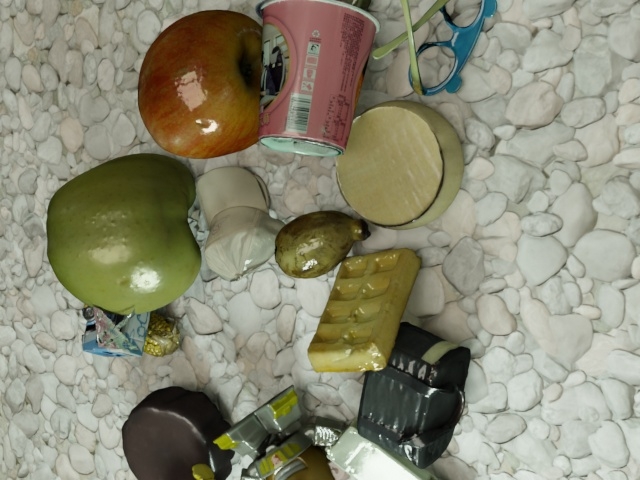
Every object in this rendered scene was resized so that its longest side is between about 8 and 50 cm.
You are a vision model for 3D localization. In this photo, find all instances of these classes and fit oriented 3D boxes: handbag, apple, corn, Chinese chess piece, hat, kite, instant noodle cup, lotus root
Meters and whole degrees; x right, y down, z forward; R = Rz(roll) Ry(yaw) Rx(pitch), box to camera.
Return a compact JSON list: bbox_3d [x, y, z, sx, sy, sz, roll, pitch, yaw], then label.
[{"bbox_3d":[0.190,0.297,1.487,0.181,0.181,0.254,22,110,34],"label":"handbag"},{"bbox_3d":[-0.213,-0.319,1.535,0.302,0.301,0.301,6,102,30],"label":"apple"},{"bbox_3d":[-0.475,0.198,1.905,0.293,0.106,0.106,23,110,24],"label":"corn"},{"bbox_3d":[-0.456,-0.016,1.755,0.360,0.320,0.311,-11,119,10],"label":"apple"},{"bbox_3d":[0.149,-0.143,1.470,0.250,0.103,0.249,6,102,31],"label":"Chinese chess piece"},{"bbox_3d":[-0.203,-0.041,1.682,0.219,0.164,0.226,-28,103,32],"label":"hat"},{"bbox_3d":[-0.453,0.196,1.705,0.139,0.011,0.157,46,118,-6],"label":"kite"},{"bbox_3d":[-0.020,-0.294,1.427,0.244,0.244,0.255,6,87,30],"label":"instant noodle cup"},{"bbox_3d":[0.000,0.000,1.573,0.214,0.138,0.138,-24,87,20],"label":"lotus root"}]

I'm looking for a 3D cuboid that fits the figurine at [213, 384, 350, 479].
[{"bbox_3d":[-0.064,0.487,1.679,0.342,0.167,0.285,-36,85,29],"label":"figurine"}]

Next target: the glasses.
[{"bbox_3d":[0.183,-0.387,1.380,0.239,0.207,0.102,-64,31,22],"label":"glasses"}]

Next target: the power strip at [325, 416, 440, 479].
[{"bbox_3d":[0.168,0.496,1.568,0.367,0.043,0.106,37,115,4],"label":"power strip"}]

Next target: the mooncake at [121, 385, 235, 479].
[{"bbox_3d":[-0.337,0.488,1.857,0.283,0.141,0.283,8,111,23],"label":"mooncake"}]

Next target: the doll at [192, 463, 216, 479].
[{"bbox_3d":[-0.292,0.681,1.757,0.199,0.145,0.363,42,122,50],"label":"doll"}]

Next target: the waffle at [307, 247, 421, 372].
[{"bbox_3d":[0.085,0.128,1.480,0.168,0.274,0.057,-10,132,37],"label":"waffle"}]

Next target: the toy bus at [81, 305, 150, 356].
[{"bbox_3d":[-0.469,0.126,1.820,0.131,0.106,0.297,3,75,21],"label":"toy bus"}]

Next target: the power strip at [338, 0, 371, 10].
[{"bbox_3d":[0.099,-0.579,1.443,0.092,0.066,0.387,32,112,20],"label":"power strip"}]
